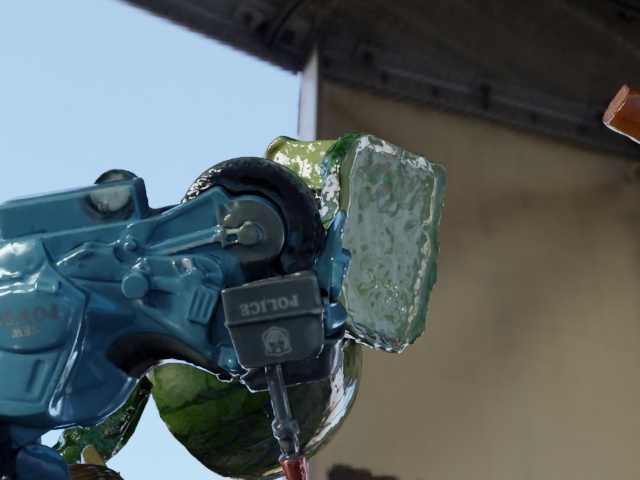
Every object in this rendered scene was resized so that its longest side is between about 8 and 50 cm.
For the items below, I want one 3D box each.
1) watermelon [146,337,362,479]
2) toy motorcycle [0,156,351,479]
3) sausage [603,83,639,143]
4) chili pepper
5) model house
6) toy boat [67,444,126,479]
[{"bbox_3d":[-0.061,0.124,1.507,0.331,0.331,0.189,35,-50,-28],"label":"watermelon"},{"bbox_3d":[-0.111,0.056,0.653,0.272,0.123,0.182,-10,-79,2],"label":"toy motorcycle"},{"bbox_3d":[0.287,-0.079,0.937,0.131,0.041,0.039,26,-71,1],"label":"sausage"},{"bbox_3d":[-0.206,0.155,1.157,0.073,0.182,0.050,-9,-56,16],"label":"chili pepper"},{"bbox_3d":[0.000,0.000,1.270,0.189,0.214,0.195,5,-4,42],"label":"model house"},{"bbox_3d":[-0.122,0.212,0.688,0.089,0.310,0.115,-9,-67,-19],"label":"toy boat"}]
